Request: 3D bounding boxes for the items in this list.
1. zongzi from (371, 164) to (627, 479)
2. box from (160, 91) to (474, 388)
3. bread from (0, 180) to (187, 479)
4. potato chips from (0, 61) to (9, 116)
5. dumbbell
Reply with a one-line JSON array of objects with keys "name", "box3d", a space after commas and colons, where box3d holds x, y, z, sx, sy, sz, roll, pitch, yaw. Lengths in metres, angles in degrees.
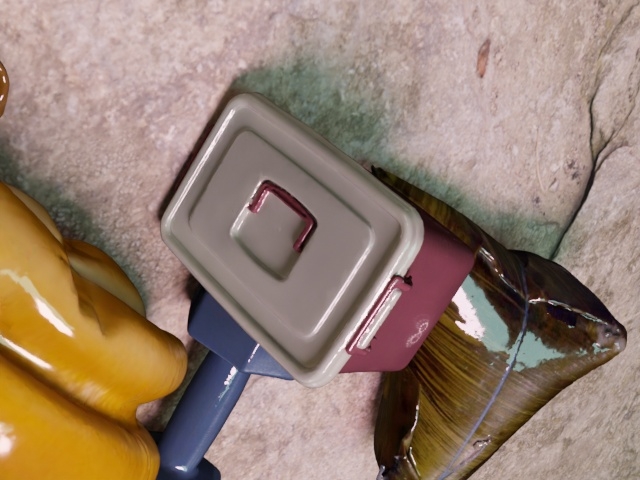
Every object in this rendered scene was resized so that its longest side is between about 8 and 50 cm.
[{"name": "zongzi", "box3d": [0.121, 0.140, 1.098, 0.432, 0.207, 0.403, 30, 110, -26]}, {"name": "box", "box3d": [0.000, 0.000, 0.830, 0.168, 0.294, 0.193, 14, 111, -52]}, {"name": "bread", "box3d": [-0.300, 0.091, 0.724, 0.424, 0.329, 0.245, 50, 50, -49]}, {"name": "potato chips", "box3d": [-0.357, -0.104, 0.658, 0.202, 0.049, 0.150, -44, 143, -1]}, {"name": "dumbbell", "box3d": [-0.133, 0.191, 0.952, 0.324, 0.160, 0.144, -60, 162, 12]}]
